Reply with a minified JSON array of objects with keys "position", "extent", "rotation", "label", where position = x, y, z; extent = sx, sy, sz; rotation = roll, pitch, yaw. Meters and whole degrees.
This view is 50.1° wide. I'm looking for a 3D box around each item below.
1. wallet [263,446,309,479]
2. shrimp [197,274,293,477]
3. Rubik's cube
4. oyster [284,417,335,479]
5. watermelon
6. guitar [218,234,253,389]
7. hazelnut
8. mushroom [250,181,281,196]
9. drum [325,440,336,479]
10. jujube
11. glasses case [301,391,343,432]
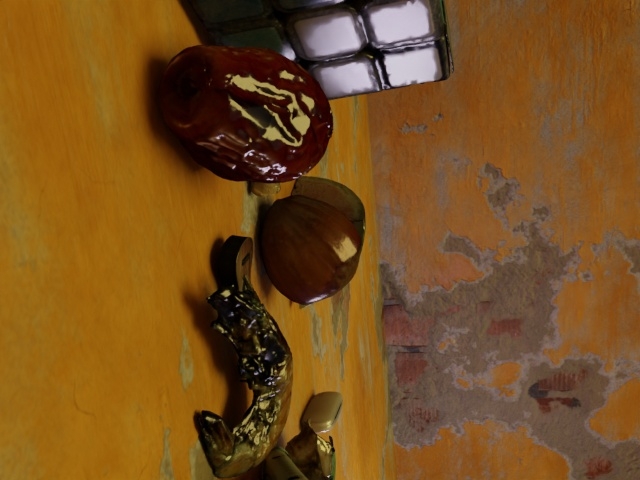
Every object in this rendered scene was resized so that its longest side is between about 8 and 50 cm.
[{"position":[-0.055,0.464,1.093],"extent":[0.309,0.077,0.223],"rotation":[137,-46,-76],"label":"wallet"},{"position":[-0.116,0.216,1.018],"extent":[0.364,0.071,0.233],"rotation":[75,34,-48],"label":"shrimp"},{"position":[0.003,-0.455,1.070],"extent":[0.363,0.363,0.358],"rotation":[57,31,-60],"label":"Rubik's cube"},{"position":[-0.011,0.503,1.370],"extent":[0.197,0.133,0.336],"rotation":[-83,168,-46],"label":"oyster"},{"position":[0.000,0.000,1.522],"extent":[0.256,0.176,0.260],"rotation":[20,-59,60],"label":"watermelon"},{"position":[-0.128,0.122,1.098],"extent":[0.084,0.038,0.271],"rotation":[-57,149,-62],"label":"guitar"},{"position":[-0.016,0.010,1.318],"extent":[0.210,0.186,0.210],"rotation":[15,90,-73],"label":"hazelnut"},{"position":[-0.118,-0.165,1.194],"extent":[0.059,0.055,0.202],"rotation":[-91,167,-52],"label":"mushroom"},{"position":[0.004,0.606,1.627],"extent":[0.130,0.049,0.253],"rotation":[41,48,-74],"label":"drum"},{"position":[-0.095,-0.176,0.946],"extent":[0.290,0.197,0.197],"rotation":[7,80,-62],"label":"jujube"},{"position":[0.006,0.402,1.616],"extent":[0.193,0.074,0.049],"rotation":[-44,127,-76],"label":"glasses case"}]
